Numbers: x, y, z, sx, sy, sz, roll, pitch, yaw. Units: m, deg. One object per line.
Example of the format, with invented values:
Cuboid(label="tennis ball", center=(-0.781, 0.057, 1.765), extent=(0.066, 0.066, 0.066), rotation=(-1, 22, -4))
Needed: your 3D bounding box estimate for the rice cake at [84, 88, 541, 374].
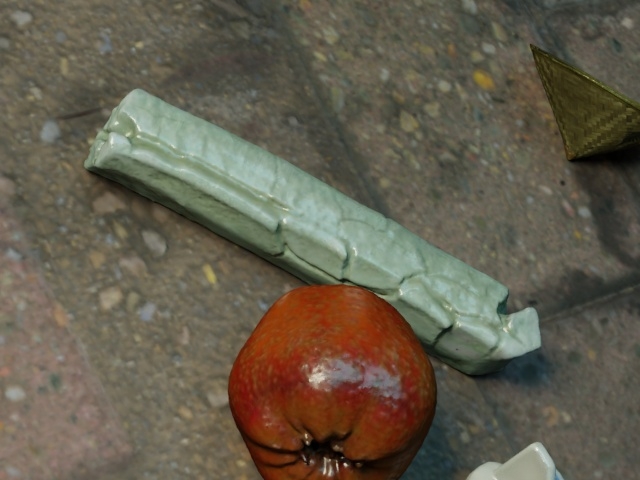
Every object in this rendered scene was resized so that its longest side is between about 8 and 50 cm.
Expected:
Cuboid(label="rice cake", center=(0.000, 0.000, 1.138), extent=(0.336, 0.066, 0.063), rotation=(27, 61, -10))

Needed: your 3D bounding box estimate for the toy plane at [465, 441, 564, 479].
Cuboid(label="toy plane", center=(0.166, 0.259, 1.035), extent=(0.267, 0.122, 0.267), rotation=(13, 59, -22))

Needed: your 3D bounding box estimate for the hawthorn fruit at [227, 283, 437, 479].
Cuboid(label="hawthorn fruit", center=(0.006, 0.094, 1.051), extent=(0.133, 0.133, 0.138), rotation=(25, 37, -13))

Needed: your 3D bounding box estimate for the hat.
Cuboid(label="hat", center=(0.213, -0.093, 1.314), extent=(0.146, 0.067, 0.146), rotation=(29, 10, -6))
